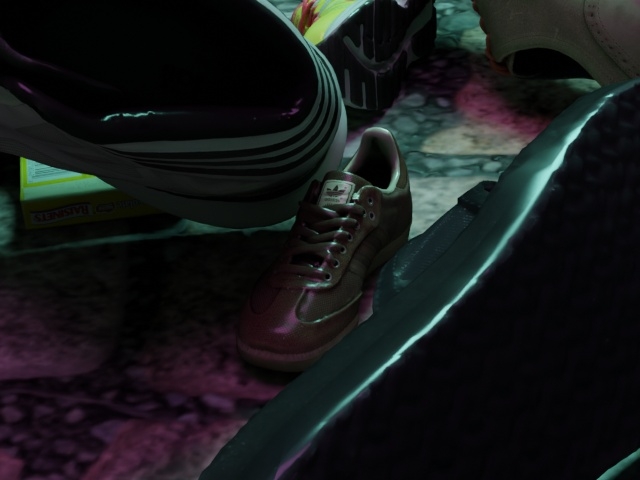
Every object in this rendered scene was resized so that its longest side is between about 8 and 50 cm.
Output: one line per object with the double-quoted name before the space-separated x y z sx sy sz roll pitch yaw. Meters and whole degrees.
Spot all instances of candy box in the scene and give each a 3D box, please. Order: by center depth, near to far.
"candy box" -0.151 -0.071 1.090 0.105 0.027 0.206 -6 30 -7

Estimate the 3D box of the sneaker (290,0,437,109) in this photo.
"sneaker" 0.016 -0.146 1.160 0.094 0.081 0.208 7 20 18

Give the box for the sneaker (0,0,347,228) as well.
"sneaker" -0.200 -0.134 0.884 0.447 0.169 0.257 13 -10 2

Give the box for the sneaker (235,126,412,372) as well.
"sneaker" 0.000 0.000 0.901 0.066 0.071 0.188 7 31 18

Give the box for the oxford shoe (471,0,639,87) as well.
"oxford shoe" 0.132 -0.187 1.123 0.123 0.130 0.348 16 17 -49

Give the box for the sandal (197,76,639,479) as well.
"sandal" 0.074 0.047 0.733 0.107 0.167 0.446 -1 24 43
